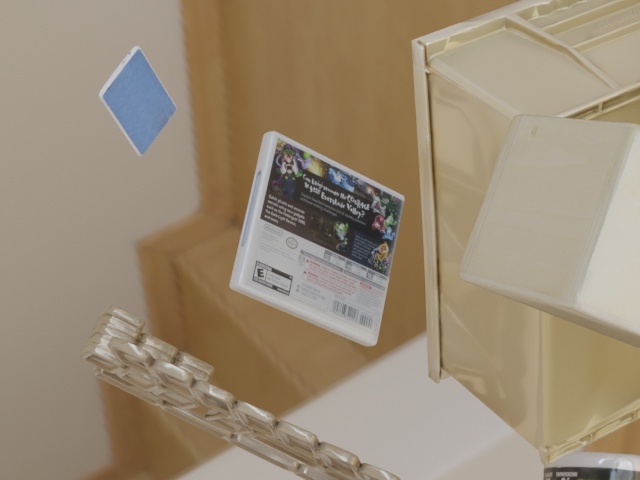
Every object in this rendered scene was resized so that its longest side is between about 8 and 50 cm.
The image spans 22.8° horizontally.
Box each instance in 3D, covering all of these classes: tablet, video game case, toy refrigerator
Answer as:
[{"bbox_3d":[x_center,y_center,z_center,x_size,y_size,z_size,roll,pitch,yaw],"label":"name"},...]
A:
[{"bbox_3d":[-0.145,-0.110,1.263,0.006,0.054,0.083,22,157,31],"label":"tablet"},{"bbox_3d":[0.000,0.000,1.661,0.022,0.190,0.173,-11,61,50],"label":"video game case"},{"bbox_3d":[0.212,0.023,0.766,0.102,0.269,0.094,15,84,65],"label":"toy refrigerator"}]

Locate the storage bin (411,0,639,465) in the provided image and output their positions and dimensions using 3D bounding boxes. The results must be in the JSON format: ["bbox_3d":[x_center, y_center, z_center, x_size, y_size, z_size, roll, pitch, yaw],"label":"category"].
[{"bbox_3d":[0.205,-0.031,1.023,0.123,0.260,0.262,41,146,46],"label":"storage bin"}]

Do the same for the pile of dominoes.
[{"bbox_3d":[-0.050,0.120,1.147,0.251,0.040,0.196,27,165,-10],"label":"pile of dominoes"}]

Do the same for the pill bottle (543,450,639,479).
[{"bbox_3d":[0.268,0.312,1.519,0.119,0.119,0.208,151,126,-66],"label":"pill bottle"}]
